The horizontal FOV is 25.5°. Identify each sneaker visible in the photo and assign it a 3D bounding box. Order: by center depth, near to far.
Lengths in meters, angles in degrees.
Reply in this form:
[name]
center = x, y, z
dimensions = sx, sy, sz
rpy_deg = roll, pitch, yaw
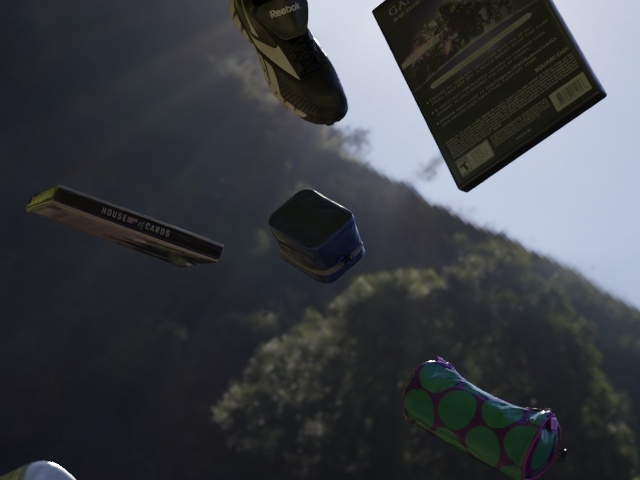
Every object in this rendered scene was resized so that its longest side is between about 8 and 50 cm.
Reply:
[sneaker]
center = -0.040, -0.244, 1.713
dimensions = 0.234, 0.078, 0.106
rpy_deg = 58, -20, 22

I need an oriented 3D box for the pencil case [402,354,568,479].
[pencil case]
center = 0.145, 0.161, 1.270
dimensions = 0.152, 0.070, 0.064
rpy_deg = 24, -11, 40

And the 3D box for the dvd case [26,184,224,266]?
[dvd case]
center = -0.269, -0.017, 1.921
dimensions = 0.239, 0.029, 0.179
rpy_deg = 22, -11, -20

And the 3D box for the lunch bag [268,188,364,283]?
[lunch bag]
center = 0.000, 0.000, 1.481
dimensions = 0.098, 0.067, 0.065
rpy_deg = 33, -26, 41

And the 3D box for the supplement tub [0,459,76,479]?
[supplement tub]
center = -0.307, 0.287, 1.288
dimensions = 0.117, 0.190, 0.117
rpy_deg = 53, 21, -29

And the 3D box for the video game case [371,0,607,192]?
[video game case]
center = 0.187, -0.218, 1.627
dimensions = 0.026, 0.196, 0.274
rpy_deg = 22, 39, -53
